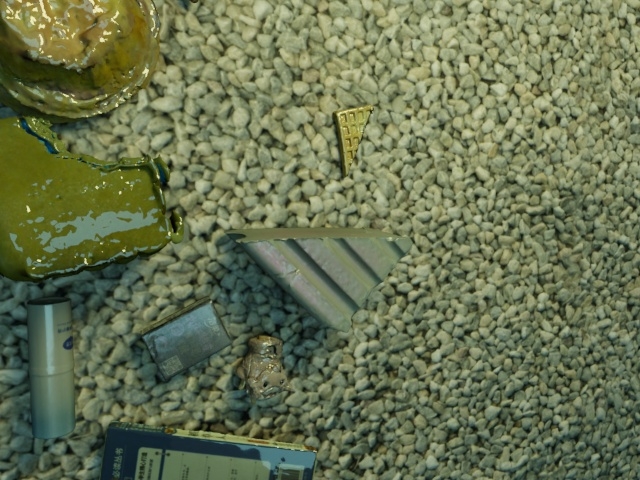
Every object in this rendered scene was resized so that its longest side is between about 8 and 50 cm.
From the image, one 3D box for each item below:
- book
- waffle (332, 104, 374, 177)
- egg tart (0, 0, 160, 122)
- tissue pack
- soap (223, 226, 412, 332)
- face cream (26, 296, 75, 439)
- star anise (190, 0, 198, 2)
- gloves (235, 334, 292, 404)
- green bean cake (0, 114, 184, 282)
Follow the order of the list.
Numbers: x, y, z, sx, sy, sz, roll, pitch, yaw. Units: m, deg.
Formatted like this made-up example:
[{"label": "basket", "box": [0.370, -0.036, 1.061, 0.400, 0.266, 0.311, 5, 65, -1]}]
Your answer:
[{"label": "book", "box": [-0.238, 0.543, 1.065, 0.427, 0.039, 0.301, 9, 92, -5]}, {"label": "waffle", "box": [0.084, -0.222, 1.174, 0.097, 0.023, 0.153, -11, 98, -18]}, {"label": "egg tart", "box": [-0.449, -0.380, 0.898, 0.351, 0.150, 0.353, -3, 98, -24]}, {"label": "tissue pack", "box": [-0.272, 0.200, 1.072, 0.156, 0.051, 0.113, -27, 107, -16]}, {"label": "soap", "box": [0.000, 0.000, 1.093, 0.258, 0.159, 0.302, -47, 111, -6]}, {"label": "face cream", "box": [-0.501, 0.235, 0.975, 0.077, 0.077, 0.250, -1, 96, -20]}, {"label": "star anise", "box": [-0.242, -0.558, 0.993, 0.196, 0.073, 0.212, 38, 85, -17]}, {"label": "gloves", "box": [-0.120, 0.276, 1.118, 0.110, 0.094, 0.145, -13, 92, -30]}, {"label": "green bean cake", "box": [-0.419, -0.083, 0.924, 0.309, 0.202, 0.285, -11, 87, -20]}]
